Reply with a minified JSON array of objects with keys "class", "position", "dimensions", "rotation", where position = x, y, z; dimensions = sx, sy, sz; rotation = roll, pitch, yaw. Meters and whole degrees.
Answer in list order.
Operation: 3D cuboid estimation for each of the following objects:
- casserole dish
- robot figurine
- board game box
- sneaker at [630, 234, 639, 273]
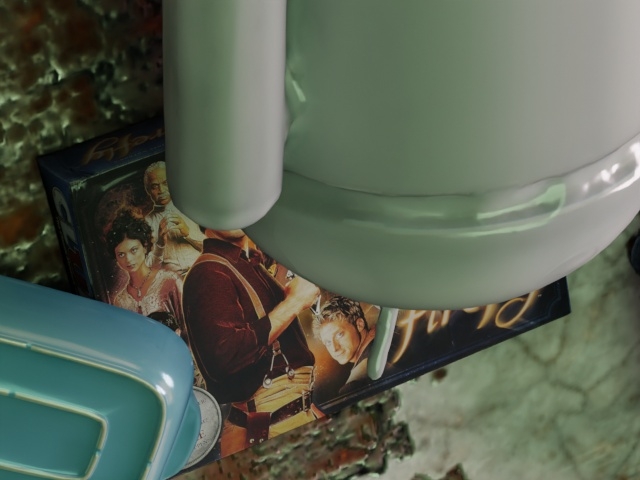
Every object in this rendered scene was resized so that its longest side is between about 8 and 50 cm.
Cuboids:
[{"class":"casserole dish","position":[-0.143,0.075,0.880],"dimensions":[0.188,0.037,0.114],"rotation":[16,110,-15]},{"class":"robot figurine","position":[0.043,-0.119,0.777],"dimensions":[0.300,0.200,0.353],"rotation":[-34,135,-38]},{"class":"board game box","position":[0.000,0.000,0.953],"dimensions":[0.243,0.042,0.165],"rotation":[-21,117,-20]},{"class":"sneaker","position":[0.322,0.010,1.093],"dimensions":[0.322,0.130,0.236],"rotation":[-15,125,-28]}]
